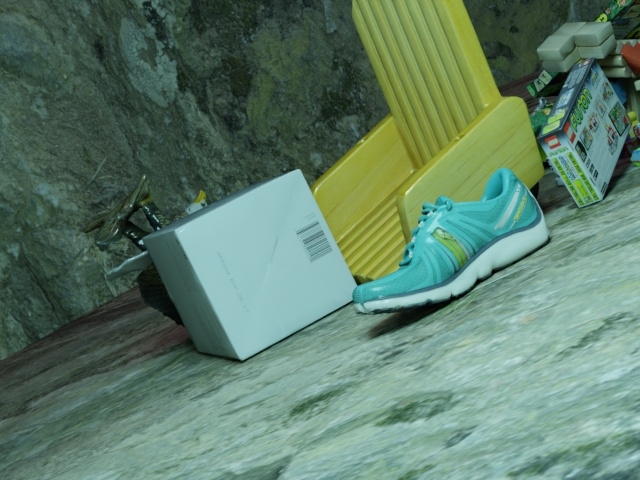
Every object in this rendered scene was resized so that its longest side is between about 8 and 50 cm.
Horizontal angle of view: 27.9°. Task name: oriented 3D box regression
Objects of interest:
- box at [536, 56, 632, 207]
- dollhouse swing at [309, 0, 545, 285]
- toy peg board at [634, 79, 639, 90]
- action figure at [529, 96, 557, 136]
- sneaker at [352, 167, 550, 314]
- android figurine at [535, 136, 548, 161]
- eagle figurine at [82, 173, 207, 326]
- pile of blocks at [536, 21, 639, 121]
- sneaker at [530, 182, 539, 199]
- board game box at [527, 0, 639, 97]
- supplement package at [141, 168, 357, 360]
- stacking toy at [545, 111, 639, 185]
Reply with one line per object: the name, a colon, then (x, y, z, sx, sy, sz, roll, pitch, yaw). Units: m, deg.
box: (0.351, -0.145, 1.695, 0.036, 0.114, 0.207, -22, 21, 36)
dollhouse swing: (0.082, -0.152, 1.763, 0.315, 0.305, 0.347, -43, 18, -13)
toy peg board: (0.583, -0.226, 1.917, 0.161, 0.079, 0.161, -18, -6, 42)
action figure: (0.393, -0.213, 2.081, 0.137, 0.063, 0.232, -18, 8, 42)
sneaker: (0.142, 0.007, 1.512, 0.275, 0.110, 0.107, -30, 7, -26)
android figurine: (0.377, -0.169, 2.191, 0.248, 0.056, 0.273, -29, 13, -38)
eagle figurine: (-0.204, 0.020, 2.075, 0.225, 0.298, 0.226, -55, 20, -4)
pile of blocks: (0.491, -0.255, 2.018, 0.362, 0.148, 0.113, 1, 5, -43)
sneaker: (0.267, -0.095, 1.917, 0.131, 0.112, 0.319, 2, 9, -19)
board game box: (0.466, -0.327, 2.119, 0.136, 0.030, 0.259, -12, -26, -43)
supplement package: (-0.106, 0.035, 1.846, 0.198, 0.199, 0.263, -28, 6, -17)
stacking toy: (0.448, -0.149, 1.835, 0.167, 0.052, 0.221, -30, 8, -29)
